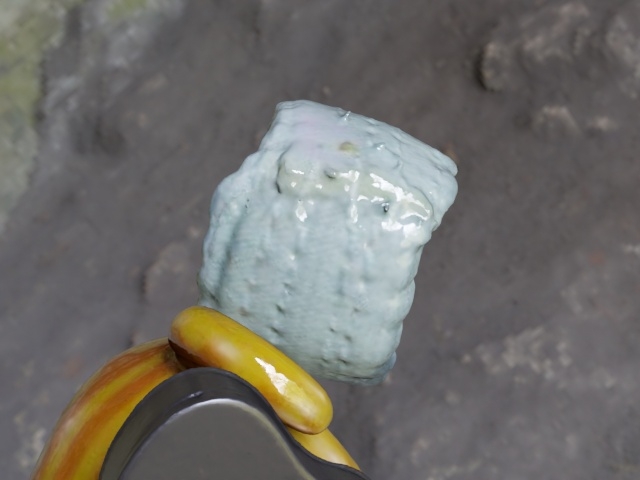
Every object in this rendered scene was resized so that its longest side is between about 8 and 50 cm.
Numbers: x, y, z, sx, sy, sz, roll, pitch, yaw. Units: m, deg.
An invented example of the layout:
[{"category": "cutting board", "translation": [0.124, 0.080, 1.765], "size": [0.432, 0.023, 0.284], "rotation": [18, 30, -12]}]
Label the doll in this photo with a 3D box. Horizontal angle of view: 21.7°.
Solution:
[{"category": "doll", "translation": [-0.090, 0.168, 0.770], "size": [0.167, 0.162, 0.269], "rotation": [23, 80, 47]}]

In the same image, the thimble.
[{"category": "thimble", "translation": [0.000, 0.000, 1.309], "size": [0.250, 0.172, 0.205], "rotation": [108, 180, -65]}]

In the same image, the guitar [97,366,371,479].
[{"category": "guitar", "translation": [0.031, 0.145, 0.697], "size": [0.084, 0.271, 0.038], "rotation": [-56, 23, 6]}]
